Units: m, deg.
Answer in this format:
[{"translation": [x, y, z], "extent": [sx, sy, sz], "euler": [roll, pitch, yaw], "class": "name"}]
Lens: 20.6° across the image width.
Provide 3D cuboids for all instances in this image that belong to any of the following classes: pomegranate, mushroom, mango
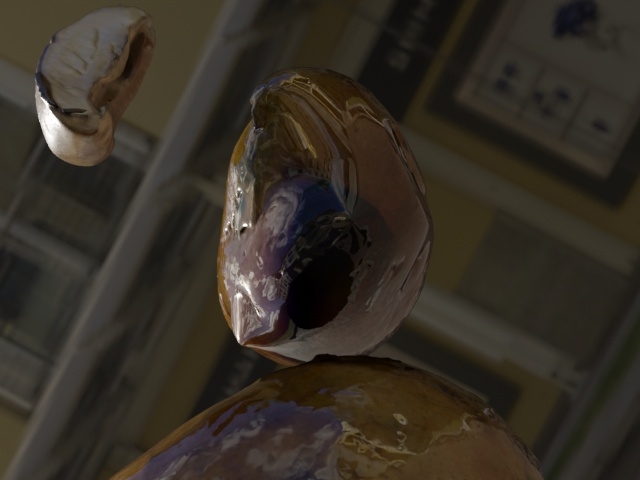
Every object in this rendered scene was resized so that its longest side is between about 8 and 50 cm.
[{"translation": [0.001, 0.222, 1.112], "extent": [0.322, 0.322, 0.322], "euler": [-61, -4, -8], "class": "pomegranate"}, {"translation": [-0.182, -0.115, 1.377], "extent": [0.210, 0.072, 0.094], "euler": [-76, -8, -56], "class": "mushroom"}, {"translation": [0.000, 0.000, 1.294], "extent": [0.201, 0.152, 0.287], "euler": [-54, -13, -10], "class": "mango"}]
